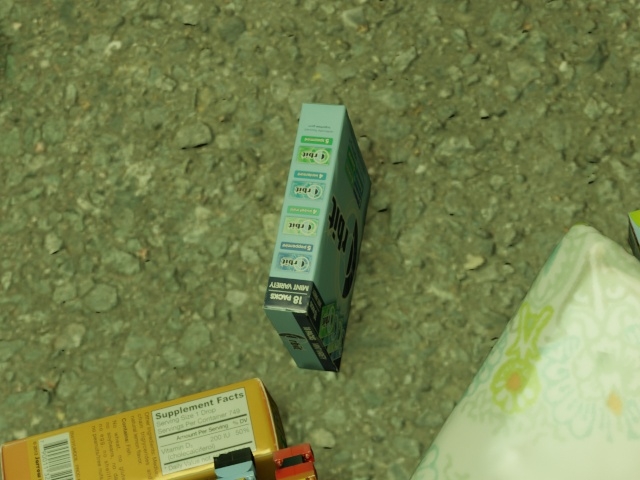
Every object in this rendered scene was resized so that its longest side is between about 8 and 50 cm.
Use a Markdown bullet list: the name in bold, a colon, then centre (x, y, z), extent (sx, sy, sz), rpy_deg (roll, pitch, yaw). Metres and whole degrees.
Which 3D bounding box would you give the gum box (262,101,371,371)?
- **gum box**: centre (0.000, 0.000, 1.376), extent (0.041, 0.157, 0.184), rpy_deg (5, 69, 12)

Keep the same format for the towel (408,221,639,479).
- **towel**: centre (0.268, 0.215, 1.240), extent (0.374, 0.090, 0.320), rpy_deg (33, 93, 17)

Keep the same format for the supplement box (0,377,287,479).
- **supplement box**: centre (-0.146, 0.188, 1.366), extent (0.233, 0.078, 0.080), rpy_deg (-13, 63, 3)

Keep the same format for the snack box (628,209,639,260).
- **snack box**: centre (0.368, 0.053, 1.339), extent (0.175, 0.070, 0.207), rpy_deg (-16, 65, 5)

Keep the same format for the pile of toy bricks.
- **pile of toy bricks**: centre (-0.078, 0.250, 1.299), extent (0.212, 0.118, 0.105), rpy_deg (-15, 47, 4)
